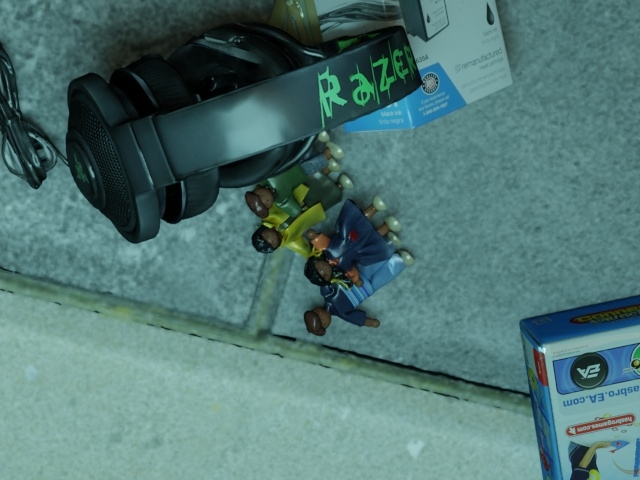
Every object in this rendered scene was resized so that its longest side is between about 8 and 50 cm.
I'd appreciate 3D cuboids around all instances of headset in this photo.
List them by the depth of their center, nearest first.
[{"bbox_3d":[-0.113,-0.112,1.213,0.394,0.243,0.185,-13,101,40],"label":"headset"}]

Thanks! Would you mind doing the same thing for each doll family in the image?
[{"bbox_3d":[0.000,0.000,1.359,0.111,0.076,0.193,-43,100,-16],"label":"doll family"}]

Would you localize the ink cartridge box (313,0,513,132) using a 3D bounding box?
[{"bbox_3d":[0.069,-0.198,1.291,0.139,0.082,0.191,-27,110,-41],"label":"ink cartridge box"}]

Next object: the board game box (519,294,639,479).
[{"bbox_3d":[0.356,0.195,1.442,0.308,0.086,0.302,-11,104,-5],"label":"board game box"}]

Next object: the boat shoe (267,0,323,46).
[{"bbox_3d":[-0.016,-0.186,1.326,0.072,0.068,0.190,-17,103,12],"label":"boat shoe"}]
